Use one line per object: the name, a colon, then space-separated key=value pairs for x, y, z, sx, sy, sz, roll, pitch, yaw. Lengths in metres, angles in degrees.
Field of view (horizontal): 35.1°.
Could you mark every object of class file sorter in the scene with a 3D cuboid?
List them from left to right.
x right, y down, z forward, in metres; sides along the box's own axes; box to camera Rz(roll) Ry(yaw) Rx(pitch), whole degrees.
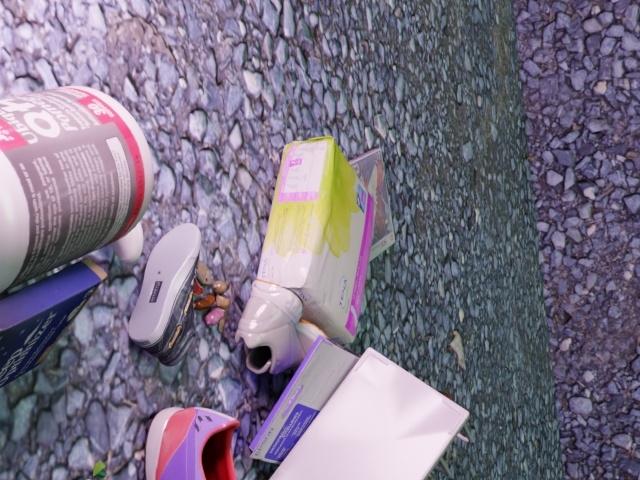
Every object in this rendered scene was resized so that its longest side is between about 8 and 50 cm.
file sorter: x=0.086 y=0.355 z=1.589 sx=0.278 sy=0.192 sz=0.173 roll=-51 pitch=152 yaw=-14

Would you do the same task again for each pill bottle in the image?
pill bottle: x=-0.311 y=-0.041 z=0.951 sx=0.318 sy=0.176 sz=0.176 roll=-34 pitch=117 yaw=-62

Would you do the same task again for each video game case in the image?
video game case: x=0.096 y=-0.069 z=2.005 sx=0.183 sy=0.023 sz=0.201 roll=-33 pitch=115 yaw=-62

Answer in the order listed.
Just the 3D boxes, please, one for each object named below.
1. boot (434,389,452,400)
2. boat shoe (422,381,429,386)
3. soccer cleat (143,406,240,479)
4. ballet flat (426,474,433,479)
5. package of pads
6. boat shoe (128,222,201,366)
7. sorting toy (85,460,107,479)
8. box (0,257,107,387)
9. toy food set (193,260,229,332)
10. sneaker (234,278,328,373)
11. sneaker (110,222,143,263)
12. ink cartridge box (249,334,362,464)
boot: x=0.193 y=0.366 z=1.975 sx=0.072 sy=0.197 sz=0.152 roll=8 pitch=83 yaw=-19
boat shoe: x=0.116 y=0.475 z=1.810 sx=0.187 sy=0.156 sz=0.500 roll=43 pitch=50 yaw=-58
soccer cleat: x=-0.156 y=0.372 z=1.278 sx=0.108 sy=0.116 sz=0.318 roll=10 pitch=77 yaw=-59
ballet flat: x=0.177 y=0.508 z=1.995 sx=0.077 sy=0.091 sz=0.241 roll=-85 pitch=177 yaw=-53
package of pads: x=0.000 y=0.000 z=1.696 sx=0.229 sy=0.101 sz=0.297 roll=52 pitch=41 yaw=-51
boat shoe: x=-0.191 y=0.071 z=1.329 sx=0.083 sy=0.065 sz=0.183 roll=56 pitch=44 yaw=-48
sorting toy: x=-0.262 y=0.304 z=1.192 sx=0.062 sy=0.012 sz=0.083 roll=47 pitch=49 yaw=-47
box: x=-0.303 y=0.099 z=0.959 sx=0.036 sy=0.136 sz=0.225 roll=43 pitch=22 yaw=6
toy food set: x=-0.157 y=0.080 z=1.443 sx=0.122 sy=0.019 sz=0.078 roll=53 pitch=40 yaw=-49
sneaker: x=-0.065 y=0.167 z=1.570 sx=0.121 sy=0.099 sz=0.262 roll=-59 pitch=145 yaw=-20
sneaker: x=-0.261 y=-0.039 z=1.215 sx=0.061 sy=0.053 sz=0.152 roll=-35 pitch=112 yaw=-51
ink cartridge box: x=-0.023 y=0.250 z=1.566 sx=0.206 sy=0.045 sz=0.208 roll=-58 pitch=151 yaw=-3
